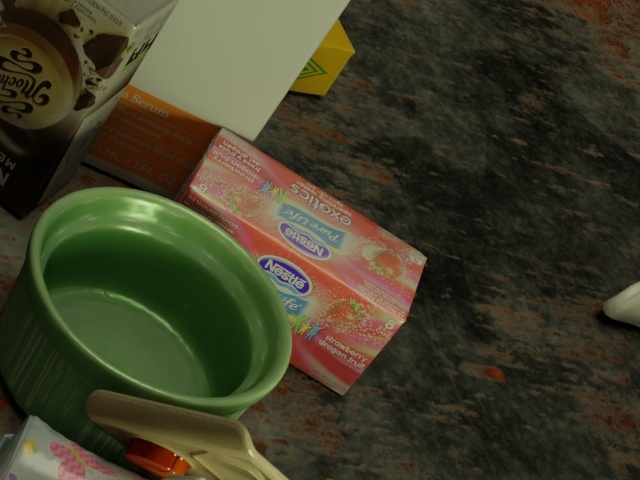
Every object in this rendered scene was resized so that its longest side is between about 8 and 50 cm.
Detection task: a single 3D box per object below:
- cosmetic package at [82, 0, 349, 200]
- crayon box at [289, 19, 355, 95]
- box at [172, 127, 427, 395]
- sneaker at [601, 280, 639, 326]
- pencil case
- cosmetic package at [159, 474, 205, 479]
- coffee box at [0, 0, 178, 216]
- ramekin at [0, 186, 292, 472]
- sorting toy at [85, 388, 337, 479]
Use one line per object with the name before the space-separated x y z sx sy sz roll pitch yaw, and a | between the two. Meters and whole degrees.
cosmetic package | -0.131 -0.265 2.037 0.230 0.453 0.161 24 37 -16
crayon box | -0.157 -0.383 2.448 0.313 0.106 0.363 7 46 -37
box | -0.044 0.025 2.044 0.300 0.154 0.142 33 36 -7
sneaker | 0.498 0.110 2.479 0.212 0.080 0.094 1 60 -41
pencil case | -0.197 0.275 1.668 0.273 0.113 0.124 29 23 -11
cosmetic package | -0.131 0.344 1.574 0.099 0.060 0.239 -19 99 -39
coffee box | -0.313 -0.197 1.941 0.168 0.297 0.119 37 33 3
ramekin | -0.196 0.101 1.827 0.303 0.148 0.303 23 36 -18
sorting toy | -0.065 0.241 1.637 0.229 0.307 0.041 53 56 -42
